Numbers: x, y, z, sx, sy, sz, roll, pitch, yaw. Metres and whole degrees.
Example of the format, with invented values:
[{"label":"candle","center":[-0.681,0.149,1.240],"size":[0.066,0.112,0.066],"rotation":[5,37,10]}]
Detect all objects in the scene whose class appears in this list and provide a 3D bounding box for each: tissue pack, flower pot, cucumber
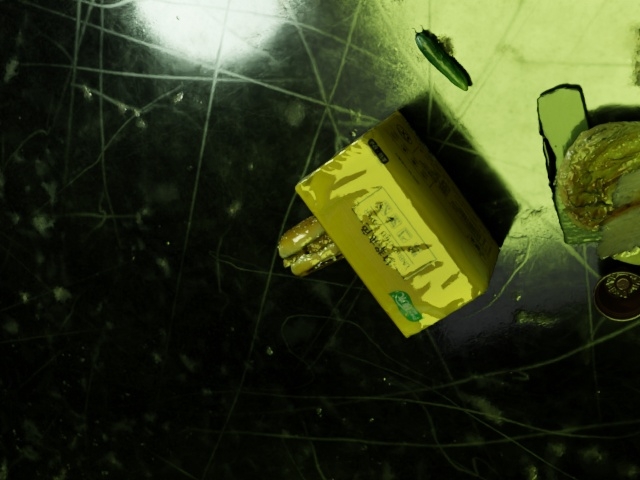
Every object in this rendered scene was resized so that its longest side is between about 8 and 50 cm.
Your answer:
[{"label":"tissue pack","center":[0.165,-0.041,1.636],"size":[0.228,0.293,0.382],"rotation":[-36,94,24]},{"label":"flower pot","center":[0.607,0.097,1.623],"size":[0.111,0.089,0.111],"rotation":[7,112,18]},{"label":"cucumber","center":[0.240,-0.364,1.623],"size":[0.168,0.039,0.039],"rotation":[46,119,-2]}]

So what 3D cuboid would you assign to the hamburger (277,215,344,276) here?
[{"label":"hamburger","center":[-0.006,0.003,1.791],"size":[0.118,0.181,0.191],"rotation":[64,161,3]}]

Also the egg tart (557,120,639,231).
[{"label":"egg tart","center":[0.567,-0.129,1.533],"size":[0.252,0.098,0.232],"rotation":[-34,105,13]}]

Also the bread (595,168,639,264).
[{"label":"bread","center":[0.666,-0.115,1.329],"size":[0.404,0.346,0.242],"rotation":[9,120,3]}]

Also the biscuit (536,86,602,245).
[{"label":"biscuit","center":[0.499,-0.145,1.603],"size":[0.099,0.038,0.323],"rotation":[-11,105,22]}]
